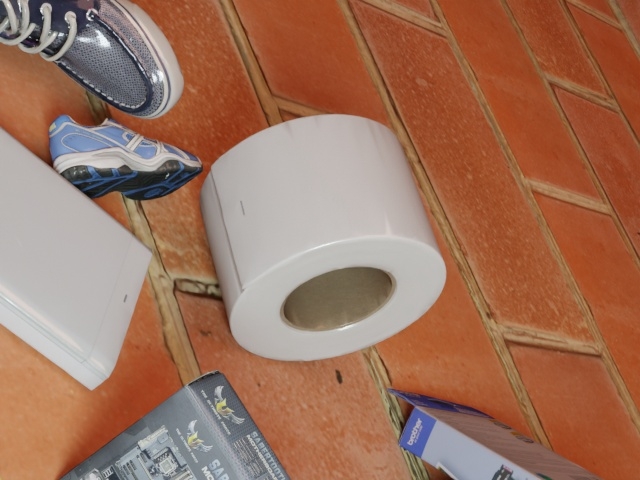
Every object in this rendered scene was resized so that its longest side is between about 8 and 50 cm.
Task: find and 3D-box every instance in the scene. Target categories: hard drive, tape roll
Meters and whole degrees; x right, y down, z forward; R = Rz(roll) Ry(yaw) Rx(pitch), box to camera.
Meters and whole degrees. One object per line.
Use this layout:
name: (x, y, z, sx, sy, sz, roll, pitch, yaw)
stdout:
hard drive: (-0.305, -0.017, 1.345, 0.307, 0.040, 0.203, 41, 31, -21)
tape roll: (0.000, 0.000, 1.554, 0.246, 0.246, 0.169, 21, 42, -44)

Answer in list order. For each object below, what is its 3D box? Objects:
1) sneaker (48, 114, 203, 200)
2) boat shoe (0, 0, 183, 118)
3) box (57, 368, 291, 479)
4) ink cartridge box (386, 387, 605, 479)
sneaker: (-0.208, -0.094, 1.527, 0.211, 0.080, 0.081, 4, 58, -55)
boat shoe: (-0.311, -0.237, 1.515, 0.340, 0.127, 0.158, 42, 36, -3)
box: (-0.098, 0.254, 1.196, 0.233, 0.183, 0.059, 56, 29, 7)
ink cartridge box: (0.228, 0.271, 1.664, 0.311, 0.065, 0.185, 30, 9, 41)
